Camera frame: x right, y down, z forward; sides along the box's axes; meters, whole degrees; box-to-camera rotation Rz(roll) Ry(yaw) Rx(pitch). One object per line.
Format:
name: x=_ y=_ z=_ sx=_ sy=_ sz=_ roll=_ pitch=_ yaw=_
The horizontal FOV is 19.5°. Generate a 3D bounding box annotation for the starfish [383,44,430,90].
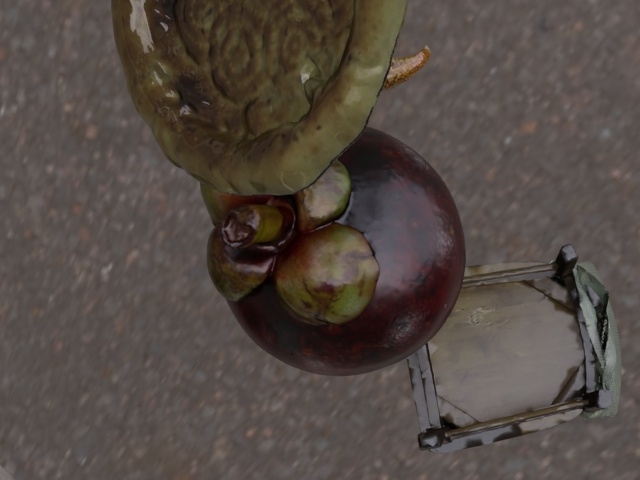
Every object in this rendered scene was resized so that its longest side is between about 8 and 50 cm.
starfish: x=-0.013 y=-0.173 z=1.677 sx=0.240 sy=0.227 sz=0.043 roll=0 pitch=27 yaw=-18

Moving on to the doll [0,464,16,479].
doll: x=-0.316 y=0.216 z=1.399 sx=0.251 sy=0.221 sz=0.221 roll=2 pitch=61 yaw=-51

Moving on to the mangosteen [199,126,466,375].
mangosteen: x=0.000 y=0.000 z=1.235 sx=0.200 sy=0.200 sz=0.200 roll=7 pitch=64 yaw=-15

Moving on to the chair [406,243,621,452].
chair: x=0.167 y=0.092 z=1.603 sx=0.186 sy=0.319 sz=0.160 roll=-12 pitch=84 yaw=7

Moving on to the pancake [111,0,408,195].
pancake: x=-0.034 y=-0.126 z=0.881 sx=0.029 sy=0.235 sz=0.212 roll=0 pitch=89 yaw=-38
